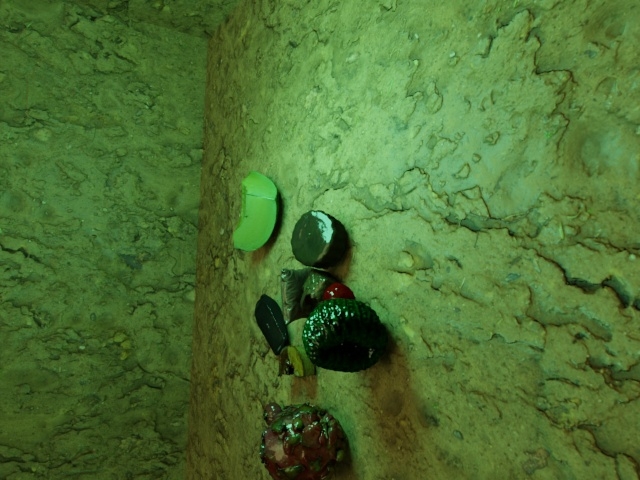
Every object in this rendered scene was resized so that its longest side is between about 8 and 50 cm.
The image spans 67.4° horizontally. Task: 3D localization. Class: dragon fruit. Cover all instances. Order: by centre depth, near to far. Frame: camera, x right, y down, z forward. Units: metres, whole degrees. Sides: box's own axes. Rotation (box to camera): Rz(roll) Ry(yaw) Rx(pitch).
[{"bbox_3d":[-0.030,0.755,1.744,0.262,0.314,0.296,-17,99,29],"label":"dragon fruit"}]

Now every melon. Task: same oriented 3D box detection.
[{"bbox_3d":[-0.332,-0.125,2.380,0.331,0.226,0.344,42,136,39],"label":"melon"}]

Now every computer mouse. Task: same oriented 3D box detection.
[{"bbox_3d":[-0.214,0.388,2.245,0.295,0.087,0.168,60,140,25],"label":"computer mouse"}]

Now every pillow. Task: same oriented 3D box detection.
[{"bbox_3d":[-0.092,0.221,1.946,0.084,0.236,0.224,-3,89,26],"label":"pillow"}]

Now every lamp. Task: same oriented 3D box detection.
[{"bbox_3d":[-0.215,0.794,2.186,0.107,0.092,0.108,-13,75,58],"label":"lamp"}]

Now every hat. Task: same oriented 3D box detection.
[{"bbox_3d":[0.064,0.279,1.636,0.242,0.274,0.332,-60,21,21],"label":"hat"}]

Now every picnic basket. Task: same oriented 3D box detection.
[{"bbox_3d":[-0.011,0.211,1.874,0.138,0.128,0.179,39,110,55],"label":"picnic basket"}]

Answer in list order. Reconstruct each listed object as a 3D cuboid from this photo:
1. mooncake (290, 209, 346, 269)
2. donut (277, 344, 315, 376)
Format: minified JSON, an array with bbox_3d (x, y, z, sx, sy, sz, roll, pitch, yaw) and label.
[{"bbox_3d":[0.000,0.000,1.865,0.228,0.124,0.228,-13,70,39],"label":"mooncake"},{"bbox_3d":[-0.096,0.513,2.027,0.217,0.085,0.141,-12,76,57],"label":"donut"}]
